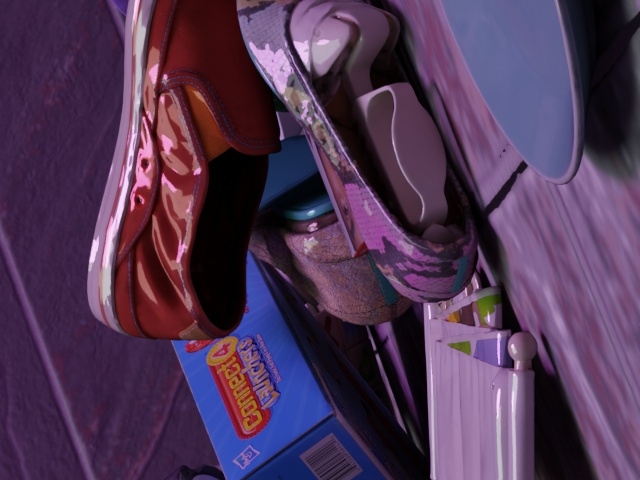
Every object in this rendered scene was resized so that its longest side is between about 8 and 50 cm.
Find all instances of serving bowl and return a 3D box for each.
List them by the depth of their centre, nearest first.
[{"bbox_3d":[-0.032,-0.120,1.568,0.083,0.027,0.083,159,90,-85],"label":"serving bowl"}]

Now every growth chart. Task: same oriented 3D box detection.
[{"bbox_3d":[0.084,0.096,1.067,0.237,0.021,0.172,-140,50,-79],"label":"growth chart"}]

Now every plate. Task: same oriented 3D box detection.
[{"bbox_3d":[0.065,-0.112,0.712,0.188,0.024,0.188,160,90,-85],"label":"plate"}]

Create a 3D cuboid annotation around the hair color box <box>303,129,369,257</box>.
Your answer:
[{"bbox_3d":[0.015,-0.080,1.146,0.093,0.053,0.167,115,133,-81],"label":"hair color box"}]

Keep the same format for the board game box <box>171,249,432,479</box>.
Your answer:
[{"bbox_3d":[0.017,0.171,1.416,0.308,0.086,0.302,53,-177,-29],"label":"board game box"}]

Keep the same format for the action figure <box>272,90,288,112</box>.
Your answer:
[{"bbox_3d":[-0.055,-0.194,1.348,0.137,0.063,0.232,54,-164,-70],"label":"action figure"}]

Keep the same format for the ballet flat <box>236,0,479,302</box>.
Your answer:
[{"bbox_3d":[0.027,-0.072,1.034,0.221,0.077,0.079,62,154,20],"label":"ballet flat"}]

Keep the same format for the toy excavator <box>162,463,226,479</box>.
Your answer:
[{"bbox_3d":[0.019,0.385,1.399,0.433,0.222,0.445,55,-163,23],"label":"toy excavator"}]

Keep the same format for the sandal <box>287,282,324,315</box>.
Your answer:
[{"bbox_3d":[-0.021,0.073,1.840,0.120,0.086,0.303,78,169,-58],"label":"sandal"}]

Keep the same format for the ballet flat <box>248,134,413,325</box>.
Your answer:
[{"bbox_3d":[0.000,0.000,1.343,0.106,0.107,0.316,63,177,-13],"label":"ballet flat"}]

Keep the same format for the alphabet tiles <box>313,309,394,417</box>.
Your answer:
[{"bbox_3d":[-0.004,0.170,1.614,0.237,0.009,0.198,-24,-81,-55],"label":"alphabet tiles"}]

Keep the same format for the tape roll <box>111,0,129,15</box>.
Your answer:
[{"bbox_3d":[-0.134,-0.265,1.471,0.189,0.080,0.189,59,-162,-32],"label":"tape roll"}]

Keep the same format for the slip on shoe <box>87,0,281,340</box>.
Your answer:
[{"bbox_3d":[-0.068,-0.088,1.243,0.123,0.101,0.331,-13,-63,-63],"label":"slip on shoe"}]
